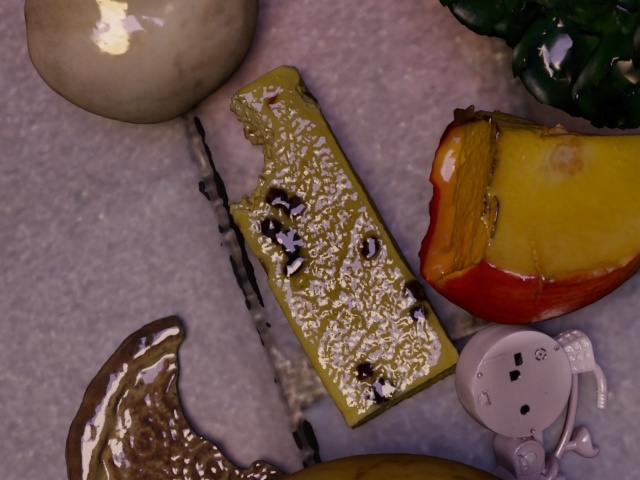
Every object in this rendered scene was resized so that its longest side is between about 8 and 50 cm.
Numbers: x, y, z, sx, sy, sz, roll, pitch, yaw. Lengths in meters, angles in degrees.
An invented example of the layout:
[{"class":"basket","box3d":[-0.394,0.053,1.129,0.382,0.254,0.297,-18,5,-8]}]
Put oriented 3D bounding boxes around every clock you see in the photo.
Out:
[{"class":"clock","box3d":[0.127,0.111,0.621,0.087,0.041,0.129,-9,100,-17]}]

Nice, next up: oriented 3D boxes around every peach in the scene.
[{"class":"peach","box3d":[0.129,-0.013,0.604,0.151,0.151,0.118,12,113,9]}]

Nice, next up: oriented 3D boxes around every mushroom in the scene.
[{"class":"mushroom","box3d":[-0.116,-0.152,0.662,0.154,0.122,0.154,-7,111,-19]}]

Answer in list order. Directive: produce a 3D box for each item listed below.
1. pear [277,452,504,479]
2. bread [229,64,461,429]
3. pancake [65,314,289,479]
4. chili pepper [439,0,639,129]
[{"class":"pear","box3d":[0.030,0.245,0.519,0.281,0.281,0.280,-1,83,7]},{"class":"bread","box3d":[0.000,0.000,0.656,0.088,0.049,0.226,-31,79,3]},{"class":"pancake","box3d":[-0.074,0.149,0.662,0.191,0.020,0.184,16,84,9]},{"class":"chili pepper","box3d":[0.196,-0.205,0.561,0.257,0.233,0.248,-26,83,-20]}]
